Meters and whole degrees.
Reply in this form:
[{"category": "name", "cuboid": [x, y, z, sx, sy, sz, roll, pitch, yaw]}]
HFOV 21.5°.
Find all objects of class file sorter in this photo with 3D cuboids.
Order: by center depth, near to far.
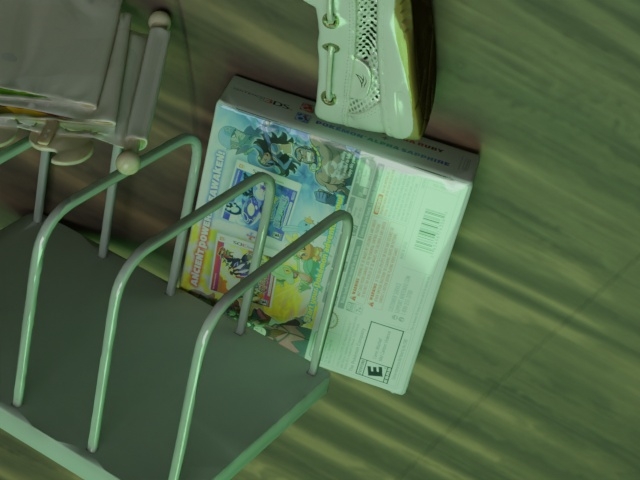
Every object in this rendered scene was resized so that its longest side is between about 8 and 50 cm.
[{"category": "file sorter", "cuboid": [-0.145, 0.021, 1.145, 0.278, 0.193, 0.173, 27, 126, 21]}]

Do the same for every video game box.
[{"category": "video game box", "cuboid": [0.000, 0.000, 1.221, 0.187, 0.048, 0.205, 17, 127, 3]}]

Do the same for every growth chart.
[{"category": "growth chart", "cuboid": [-0.215, -0.125, 1.127, 0.237, 0.172, 0.021, 15, 140, 4]}]

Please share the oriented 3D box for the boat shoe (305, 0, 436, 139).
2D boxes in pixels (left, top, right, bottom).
[{"category": "boat shoe", "cuboid": [0.014, -0.183, 1.057, 0.096, 0.098, 0.277, 3, 126, 14]}]
